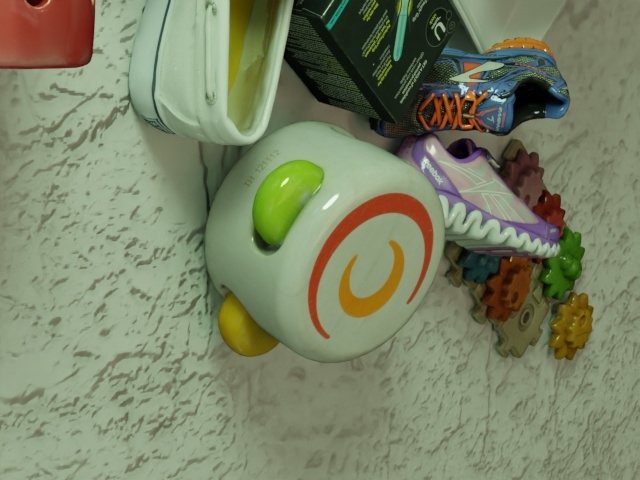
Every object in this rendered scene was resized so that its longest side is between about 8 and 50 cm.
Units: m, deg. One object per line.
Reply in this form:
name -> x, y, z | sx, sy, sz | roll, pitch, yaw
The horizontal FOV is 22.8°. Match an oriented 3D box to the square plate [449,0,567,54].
square plate -> 0.192, -0.376, 1.560 | 0.344, 0.049, 0.347 | -57, 140, -15

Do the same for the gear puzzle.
gear puzzle -> 0.251, 0.047, 1.817 | 0.175, 0.044, 0.339 | -57, 140, -17

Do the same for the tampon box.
tampon box -> 0.027, -0.202, 1.391 | 0.120, 0.101, 0.161 | -58, 141, -14

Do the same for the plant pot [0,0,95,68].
plant pot -> -0.236, -0.199, 1.003 | 0.191, 0.191, 0.174 | -10, 108, -48

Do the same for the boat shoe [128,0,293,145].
boat shoe -> -0.040, -0.249, 1.243 | 0.136, 0.156, 0.367 | 8, 100, -52

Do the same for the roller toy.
roller toy -> 0.000, 0.000, 1.409 | 0.191, 0.146, 0.209 | -20, 126, -35

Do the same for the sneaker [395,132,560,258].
sneaker -> 0.158, -0.046, 1.607 | 0.236, 0.095, 0.104 | 18, 77, -36

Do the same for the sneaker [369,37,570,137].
sneaker -> 0.148, -0.140, 1.536 | 0.221, 0.087, 0.083 | -17, 135, -22
